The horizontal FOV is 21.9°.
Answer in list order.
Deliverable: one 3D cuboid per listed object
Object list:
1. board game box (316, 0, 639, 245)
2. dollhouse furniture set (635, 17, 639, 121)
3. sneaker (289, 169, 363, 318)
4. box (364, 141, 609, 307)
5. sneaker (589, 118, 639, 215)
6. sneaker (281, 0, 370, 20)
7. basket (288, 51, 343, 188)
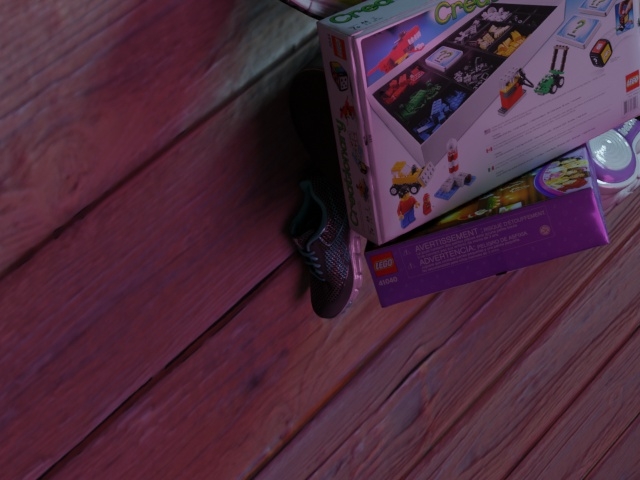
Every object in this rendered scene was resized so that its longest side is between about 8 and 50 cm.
[{"bbox_3d":[0.145,-0.143,1.397,0.305,0.053,0.193,-26,124,-26],"label":"board game box"},{"bbox_3d":[0.366,-0.299,1.685,0.301,0.151,0.197,-56,162,-17],"label":"dollhouse furniture set"},{"bbox_3d":[0.000,0.000,1.570,0.076,0.065,0.166,-12,119,-35],"label":"sneaker"},{"bbox_3d":[0.152,-0.039,1.509,0.293,0.201,0.057,-73,145,-71],"label":"box"},{"bbox_3d":[0.336,-0.097,1.989,0.305,0.114,0.152,-30,163,-52],"label":"sneaker"},{"bbox_3d":[0.007,-0.226,1.340,0.208,0.081,0.094,20,102,-41],"label":"sneaker"},{"bbox_3d":[0.097,-0.147,1.495,0.227,0.204,0.154,-35,176,-29],"label":"basket"}]
